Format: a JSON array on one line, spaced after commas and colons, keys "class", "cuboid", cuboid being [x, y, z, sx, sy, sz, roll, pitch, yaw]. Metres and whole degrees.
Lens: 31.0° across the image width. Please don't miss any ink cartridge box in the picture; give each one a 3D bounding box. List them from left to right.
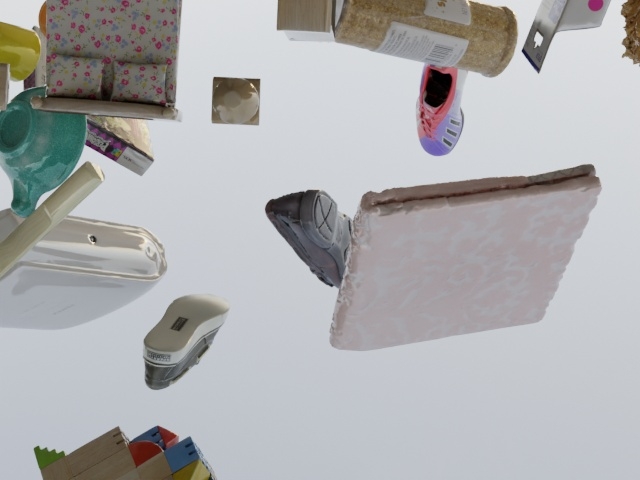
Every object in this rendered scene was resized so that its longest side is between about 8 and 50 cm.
[{"class": "ink cartridge box", "cuboid": [0.374, -0.406, 1.557, 0.069, 0.371, 0.176, 20, -161, -5]}]

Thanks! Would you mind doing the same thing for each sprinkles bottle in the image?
[{"class": "sprinkles bottle", "cuboid": [0.131, -0.344, 1.812, 0.355, 0.121, 0.121, 9, -151, -22]}]

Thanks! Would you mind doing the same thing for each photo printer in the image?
[{"class": "photo printer", "cuboid": [-0.397, 0.051, 1.690, 0.256, 0.307, 0.107, -25, -110, 32]}]

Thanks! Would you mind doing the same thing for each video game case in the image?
[{"class": "video game case", "cuboid": [-0.361, -0.218, 1.785, 0.042, 0.210, 0.232, -48, -147, 20]}]

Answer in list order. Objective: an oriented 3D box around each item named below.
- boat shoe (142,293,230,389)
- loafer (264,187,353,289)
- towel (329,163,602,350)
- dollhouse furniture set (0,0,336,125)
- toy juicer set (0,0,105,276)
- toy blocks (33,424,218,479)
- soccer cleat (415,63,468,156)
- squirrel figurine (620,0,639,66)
[{"class": "boat shoe", "cuboid": [-0.192, 0.138, 1.616, 0.078, 0.070, 0.219, 16, -157, 14]}, {"class": "loafer", "cuboid": [0.000, 0.000, 1.940, 0.095, 0.302, 0.109, 2, -116, 22]}, {"class": "towel", "cuboid": [0.179, 0.028, 1.512, 0.317, 0.332, 0.053, -8, -125, -13]}, {"class": "dollhouse furniture set", "cuboid": [-0.162, -0.261, 1.031, 0.355, 0.303, 0.174, 3, -175, 1]}, {"class": "toy juicer set", "cuboid": [-0.300, -0.132, 1.343, 0.209, 0.089, 0.329, -20, -111, 28]}, {"class": "toy blocks", "cuboid": [-0.263, 0.414, 1.775, 0.261, 0.191, 0.381, -30, -135, -5]}, {"class": "soccer cleat", "cuboid": [0.233, -0.272, 2.317, 0.109, 0.318, 0.116, 24, -128, 14]}, {"class": "squirrel figurine", "cuboid": [0.367, -0.339, 1.059, 0.281, 0.370, 0.397, -25, -115, 37]}]
